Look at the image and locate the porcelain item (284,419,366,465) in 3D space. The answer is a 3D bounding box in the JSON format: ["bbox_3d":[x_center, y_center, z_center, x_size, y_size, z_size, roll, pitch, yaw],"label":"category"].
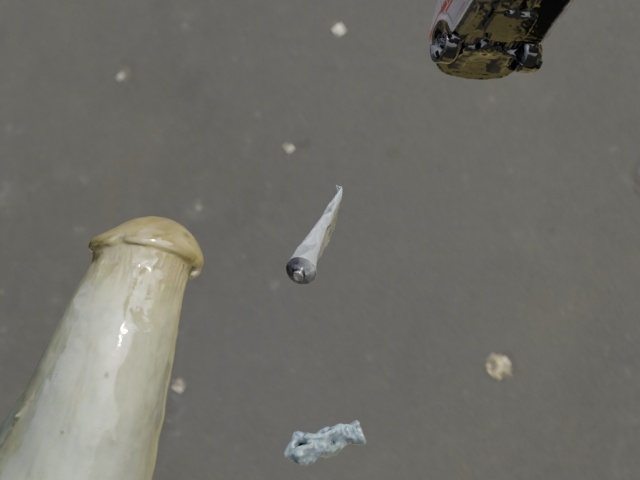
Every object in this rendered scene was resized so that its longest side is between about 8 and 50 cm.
[{"bbox_3d":[0.003,0.206,1.561,0.083,0.028,0.036,-14,48,-8],"label":"porcelain item"}]

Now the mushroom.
[{"bbox_3d":[-0.131,0.117,0.839,0.270,0.103,0.118,-64,19,12],"label":"mushroom"}]

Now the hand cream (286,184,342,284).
[{"bbox_3d":[0.000,0.000,0.946,0.019,0.030,0.093,17,34,10],"label":"hand cream"}]

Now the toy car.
[{"bbox_3d":[0.144,-0.213,1.153,0.089,0.209,0.108,2,57,-21],"label":"toy car"}]
